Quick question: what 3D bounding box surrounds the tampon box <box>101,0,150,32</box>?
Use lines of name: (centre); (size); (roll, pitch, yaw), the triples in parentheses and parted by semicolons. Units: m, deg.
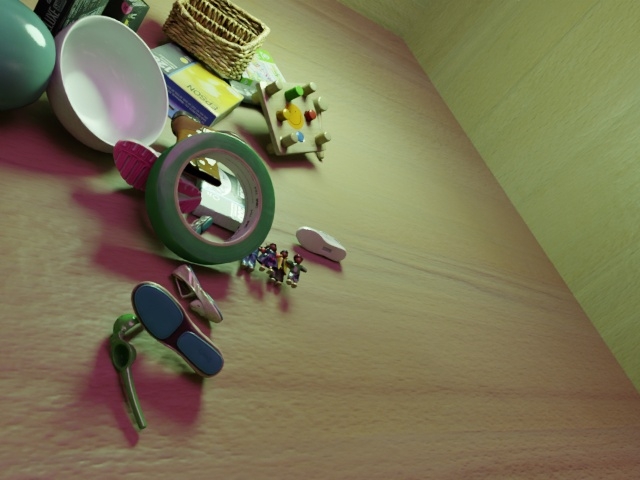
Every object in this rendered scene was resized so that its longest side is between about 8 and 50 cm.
tampon box: (-0.656, -0.756, 1.950); (0.161, 0.120, 0.101); (46, 31, 5)

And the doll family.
doll family: (-0.128, 0.050, 1.613); (0.193, 0.076, 0.111); (32, 52, -26)

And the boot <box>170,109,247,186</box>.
boot: (-0.287, -0.233, 1.662); (0.264, 0.096, 0.280); (35, 18, -32)

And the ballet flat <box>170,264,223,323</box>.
ballet flat: (-0.285, 0.130, 1.382); (0.052, 0.057, 0.168); (-27, 67, -28)

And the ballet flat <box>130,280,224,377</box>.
ballet flat: (-0.294, 0.181, 1.235); (0.248, 0.086, 0.086); (53, 29, -15)

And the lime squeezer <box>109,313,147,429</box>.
lime squeezer: (-0.366, 0.215, 1.191); (0.310, 0.059, 0.110); (-96, 160, -49)

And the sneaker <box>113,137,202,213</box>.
sneaker: (-0.416, -0.170, 1.530); (0.252, 0.103, 0.111); (42, 8, -37)

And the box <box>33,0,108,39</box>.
box: (-0.632, -0.582, 1.541); (0.076, 0.307, 0.242); (37, 32, -13)

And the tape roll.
tape roll: (-0.263, -0.101, 1.491); (0.321, 0.077, 0.321); (5, 81, -37)

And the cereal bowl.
cereal bowl: (-0.553, -0.378, 1.537); (0.339, 0.141, 0.339); (21, 65, -54)

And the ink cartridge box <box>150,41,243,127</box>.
ink cartridge box: (-0.432, -0.491, 1.937); (0.303, 0.072, 0.307); (39, 30, -6)

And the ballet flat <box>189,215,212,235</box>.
ballet flat: (-0.315, -0.031, 1.548); (0.041, 0.041, 0.114); (40, 31, -5)

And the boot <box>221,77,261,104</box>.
boot: (-0.234, -0.498, 2.158); (0.208, 0.076, 0.189); (8, 33, -52)

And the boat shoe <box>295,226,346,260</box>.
boat shoe: (0.000, 0.000, 1.834); (0.184, 0.066, 0.063); (22, 23, -27)

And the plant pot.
plant pot: (-0.730, -0.416, 1.319); (0.235, 0.293, 0.293); (9, 44, -52)

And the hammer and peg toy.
hammer and peg toy: (-0.060, -0.424, 2.127); (0.361, 0.127, 0.266); (-14, 87, -51)

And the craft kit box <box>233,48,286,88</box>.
craft kit box: (-0.261, -0.665, 2.349); (0.246, 0.061, 0.250); (5, 48, -48)

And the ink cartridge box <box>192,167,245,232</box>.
ink cartridge box: (-0.250, -0.108, 1.699); (0.208, 0.045, 0.206); (27, 34, -26)

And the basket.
basket: (-0.360, -0.724, 2.079); (0.299, 0.223, 0.213); (36, 13, -1)
